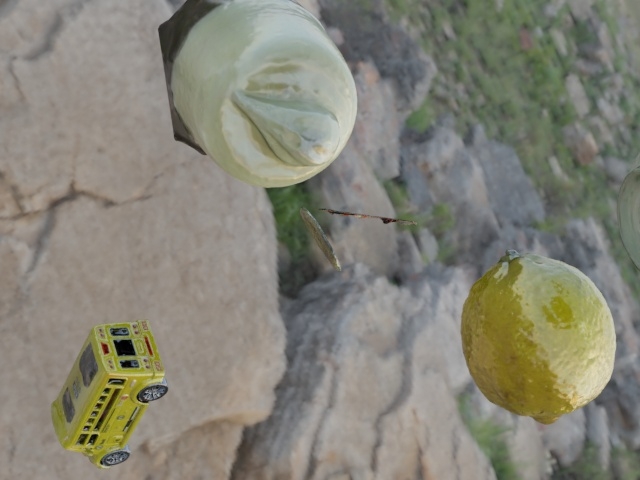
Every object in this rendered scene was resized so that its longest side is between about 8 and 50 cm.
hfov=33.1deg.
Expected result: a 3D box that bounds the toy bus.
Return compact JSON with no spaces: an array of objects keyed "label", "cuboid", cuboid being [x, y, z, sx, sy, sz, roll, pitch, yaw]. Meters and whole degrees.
[{"label":"toy bus","cuboid":[-0.411,0.297,2.043,0.151,0.331,0.145,1,47,-35]}]

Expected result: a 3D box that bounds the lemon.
[{"label":"lemon","cuboid":[0.274,0.121,1.367,0.192,0.192,0.231,-25,102,-67]}]

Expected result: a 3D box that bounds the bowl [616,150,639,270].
[{"label":"bowl","cuboid":[0.372,-0.024,1.071,0.211,0.112,0.211,169,-90,-78]}]

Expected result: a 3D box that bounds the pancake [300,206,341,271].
[{"label":"pancake","cuboid":[0.001,-0.001,1.556,0.115,0.011,0.115,59,-4,6]}]

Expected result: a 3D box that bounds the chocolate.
[{"label":"chocolate","cuboid":[-0.105,-0.247,1.854,0.297,0.326,0.314,-106,-168,-60]}]

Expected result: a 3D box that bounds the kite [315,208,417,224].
[{"label":"kite","cuboid":[0.079,-0.030,1.536,0.190,0.159,0.010,9,91,-35]}]
